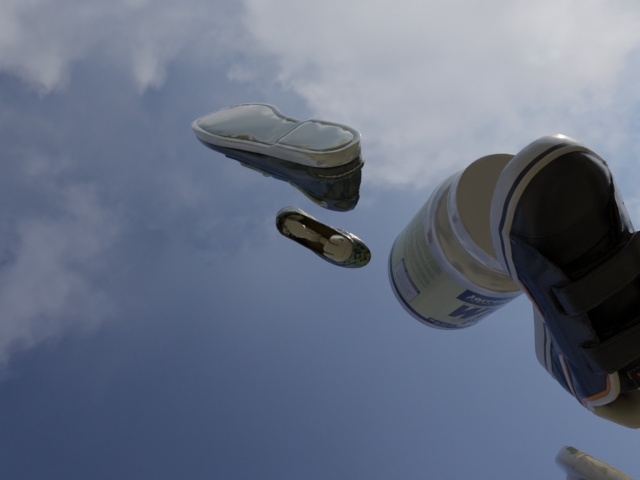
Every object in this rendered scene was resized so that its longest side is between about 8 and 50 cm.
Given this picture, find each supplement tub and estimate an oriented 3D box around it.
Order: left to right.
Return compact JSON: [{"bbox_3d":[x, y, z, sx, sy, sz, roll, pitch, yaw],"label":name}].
[{"bbox_3d":[0.271,0.011,1.108,0.235,0.325,0.236,4,-113,-10],"label":"supplement tub"}]

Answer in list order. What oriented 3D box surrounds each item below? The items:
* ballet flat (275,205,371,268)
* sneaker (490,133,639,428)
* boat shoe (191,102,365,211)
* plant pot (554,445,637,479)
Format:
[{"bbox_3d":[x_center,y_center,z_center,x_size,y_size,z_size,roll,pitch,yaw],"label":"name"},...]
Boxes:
[{"bbox_3d":[0.000,0.000,1.104,0.188,0.070,0.070,25,-102,7],"label":"ballet flat"},{"bbox_3d":[0.254,0.050,0.558,0.126,0.127,0.321,-35,-51,-4],"label":"sneaker"},{"bbox_3d":[-0.067,-0.116,0.848,0.116,0.319,0.099,-36,-51,-31],"label":"boat shoe"},{"bbox_3d":[0.175,0.326,0.279,0.333,0.334,0.305,39,-96,-13],"label":"plant pot"}]
